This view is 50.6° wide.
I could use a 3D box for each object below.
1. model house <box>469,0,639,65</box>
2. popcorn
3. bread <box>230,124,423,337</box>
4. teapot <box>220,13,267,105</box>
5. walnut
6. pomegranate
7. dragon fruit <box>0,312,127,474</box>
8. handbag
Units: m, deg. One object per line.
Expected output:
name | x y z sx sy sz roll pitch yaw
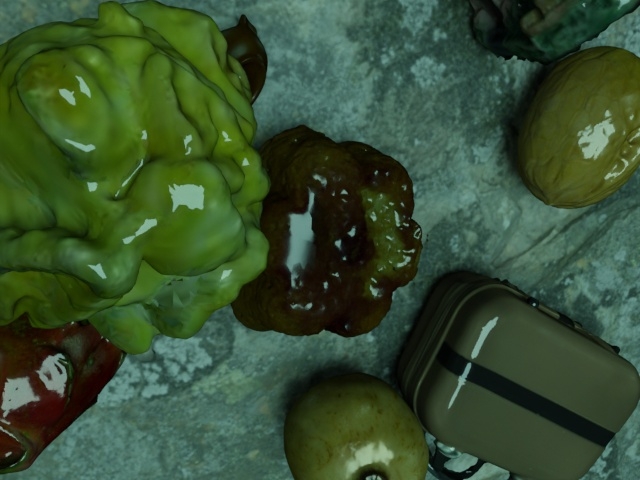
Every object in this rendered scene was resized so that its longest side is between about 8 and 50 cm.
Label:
model house | 0.210 -0.337 0.693 0.237 0.237 0.202 41 98 -18
popcorn | -0.175 -0.047 0.586 0.312 0.312 0.312 -4 107 -15
bread | 0.011 -0.007 0.779 0.232 0.135 0.246 -4 105 -29
teapot | -0.109 -0.182 0.730 0.129 0.078 0.098 -53 155 3
walnut | 0.324 -0.133 0.824 0.159 0.159 0.206 30 90 -22
pomegranate | 0.043 0.259 0.829 0.196 0.196 0.196 -4 107 -15
dragon fruit | -0.297 0.105 0.690 0.269 0.198 0.200 -49 155 4
handbag | 0.244 0.213 0.905 0.302 0.149 0.283 29 98 -23
